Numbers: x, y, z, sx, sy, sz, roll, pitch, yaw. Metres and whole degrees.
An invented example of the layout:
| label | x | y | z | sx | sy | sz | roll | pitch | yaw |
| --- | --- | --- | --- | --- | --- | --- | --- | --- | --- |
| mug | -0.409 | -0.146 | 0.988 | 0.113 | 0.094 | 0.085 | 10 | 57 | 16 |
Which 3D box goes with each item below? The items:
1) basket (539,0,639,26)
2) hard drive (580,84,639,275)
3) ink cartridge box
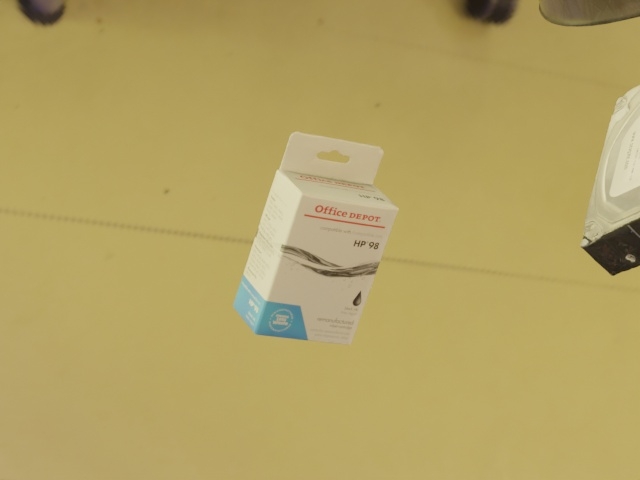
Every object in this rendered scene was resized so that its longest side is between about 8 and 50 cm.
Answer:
| label | x | y | z | sx | sy | sz | roll | pitch | yaw |
| --- | --- | --- | --- | --- | --- | --- | --- | --- | --- |
| basket | 0.161 | -0.257 | 0.886 | 0.227 | 0.204 | 0.154 | 58 | 29 | -23 |
| hard drive | 0.421 | -0.118 | 1.652 | 0.064 | 0.339 | 0.237 | 41 | 47 | -22 |
| ink cartridge box | 0.000 | 0.000 | 1.509 | 0.104 | 0.060 | 0.180 | 8 | 111 | -28 |
